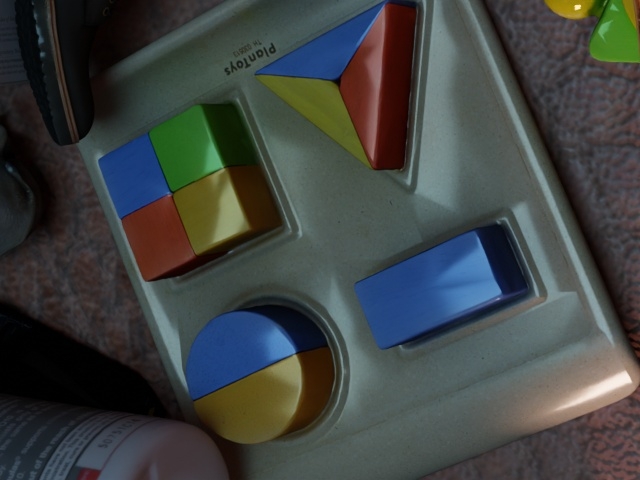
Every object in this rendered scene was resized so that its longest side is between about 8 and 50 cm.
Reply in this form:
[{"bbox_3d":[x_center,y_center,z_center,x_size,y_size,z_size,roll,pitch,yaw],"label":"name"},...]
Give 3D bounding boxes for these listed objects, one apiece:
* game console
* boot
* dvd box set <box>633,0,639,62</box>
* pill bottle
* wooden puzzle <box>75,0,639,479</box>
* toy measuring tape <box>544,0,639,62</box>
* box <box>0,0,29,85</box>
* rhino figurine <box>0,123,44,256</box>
[{"bbox_3d":[-0.261,0.231,1.256,0.213,0.044,0.361,25,106,20],"label":"game console"},{"bbox_3d":[-0.137,-0.170,1.107,0.077,0.137,0.198,-150,52,-64],"label":"boot"},{"bbox_3d":[0.340,0.035,0.877,0.307,0.062,0.420,-3,110,20],"label":"dvd box set"},{"bbox_3d":[-0.216,0.185,1.113,0.283,0.161,0.161,5,100,29],"label":"pill bottle"},{"bbox_3d":[0.000,0.000,1.082,0.322,0.080,0.348,-26,87,25],"label":"wooden puzzle"},{"bbox_3d":[0.287,-0.156,0.915,0.330,0.121,0.121,4,99,16],"label":"toy measuring tape"},{"bbox_3d":[-0.249,-0.154,1.162,0.101,0.102,0.087,1,100,25],"label":"box"},{"bbox_3d":[-0.305,-0.009,1.226,0.243,0.073,0.106,-27,83,27],"label":"rhino figurine"}]
